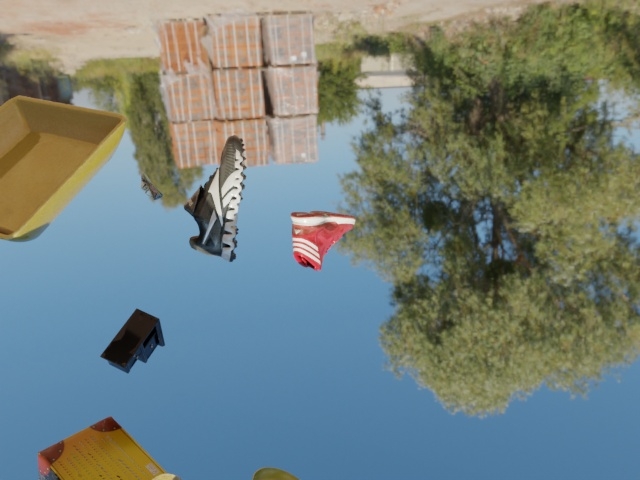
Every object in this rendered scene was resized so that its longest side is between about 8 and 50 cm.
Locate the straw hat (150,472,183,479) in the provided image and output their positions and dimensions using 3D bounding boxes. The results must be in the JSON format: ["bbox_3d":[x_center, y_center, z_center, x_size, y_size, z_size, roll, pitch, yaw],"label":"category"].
[{"bbox_3d":[-0.336,0.547,1.105,0.061,0.144,0.144,-13,-171,34],"label":"straw hat"}]

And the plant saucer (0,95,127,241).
[{"bbox_3d":[-0.581,-0.135,1.061,0.333,0.081,0.332,14,-125,23],"label":"plant saucer"}]

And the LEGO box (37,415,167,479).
[{"bbox_3d":[-0.439,0.723,1.260,0.500,0.372,0.193,27,-151,31],"label":"LEGO box"}]

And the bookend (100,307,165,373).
[{"bbox_3d":[-0.495,0.292,1.447,0.072,0.156,0.157,23,-128,8],"label":"bookend"}]

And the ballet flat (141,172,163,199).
[{"bbox_3d":[-0.529,-0.163,1.666,0.041,0.041,0.114,-19,-126,-43],"label":"ballet flat"}]

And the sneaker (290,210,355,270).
[{"bbox_3d":[0.000,0.000,1.229,0.087,0.128,0.221,11,-172,36],"label":"sneaker"}]

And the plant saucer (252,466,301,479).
[{"bbox_3d":[-0.101,0.761,1.580,0.241,0.037,0.241,30,-174,-4],"label":"plant saucer"}]

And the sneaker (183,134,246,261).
[{"bbox_3d":[-0.194,-0.079,0.992,0.106,0.234,0.078,7,-172,-9],"label":"sneaker"}]
